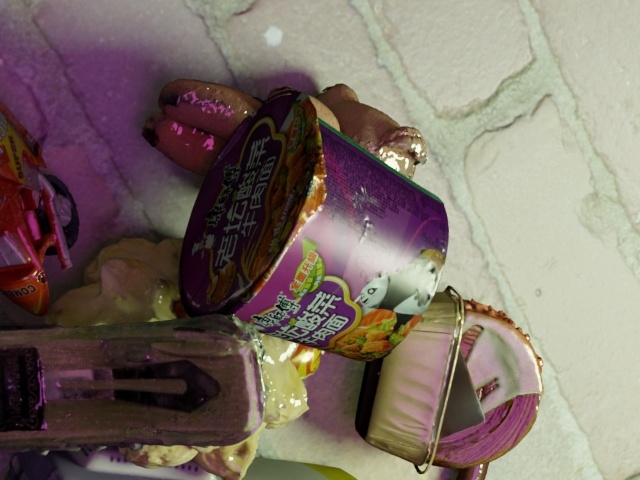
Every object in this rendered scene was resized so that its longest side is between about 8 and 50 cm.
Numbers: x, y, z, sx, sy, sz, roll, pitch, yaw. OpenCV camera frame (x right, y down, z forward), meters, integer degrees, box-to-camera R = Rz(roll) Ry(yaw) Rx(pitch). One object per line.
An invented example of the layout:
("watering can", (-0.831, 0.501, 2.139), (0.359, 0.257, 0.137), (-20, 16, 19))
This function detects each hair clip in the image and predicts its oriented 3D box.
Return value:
("hair clip", (-0.191, 0.138, 1.467), (0.321, 0.091, 0.138), (-3, 97, 22))

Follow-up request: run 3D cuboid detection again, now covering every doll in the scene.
("doll", (-0.040, -0.122, 1.658), (0.303, 0.201, 0.156), (21, 53, -18))

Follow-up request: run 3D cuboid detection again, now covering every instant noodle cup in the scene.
("instant noodle cup", (0.000, 0.000, 1.519), (0.190, 0.251, 0.251), (25, 94, -27))

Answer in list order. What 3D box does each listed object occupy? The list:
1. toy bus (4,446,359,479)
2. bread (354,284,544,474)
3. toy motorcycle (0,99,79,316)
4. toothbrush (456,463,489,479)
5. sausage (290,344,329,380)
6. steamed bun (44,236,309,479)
("toy bus", (-0.153, 0.353, 1.685), (0.440, 0.209, 0.249), (11, 98, -24))
("bread", (0.156, 0.172, 1.796), (0.212, 0.142, 0.224), (11, 99, -6))
("toy motorcycle", (-0.344, -0.064, 1.512), (0.089, 0.171, 0.298), (-14, 135, 21))
("toothbrush", (0.150, 0.444, 1.892), (0.041, 0.041, 0.364), (16, 88, -24))
("sausage", (-0.107, 0.143, 1.726), (0.264, 0.083, 0.083), (-10, 107, -20))
("steamed bun", (-0.131, 0.112, 1.603), (0.292, 0.137, 0.295), (-11, 68, -33))
